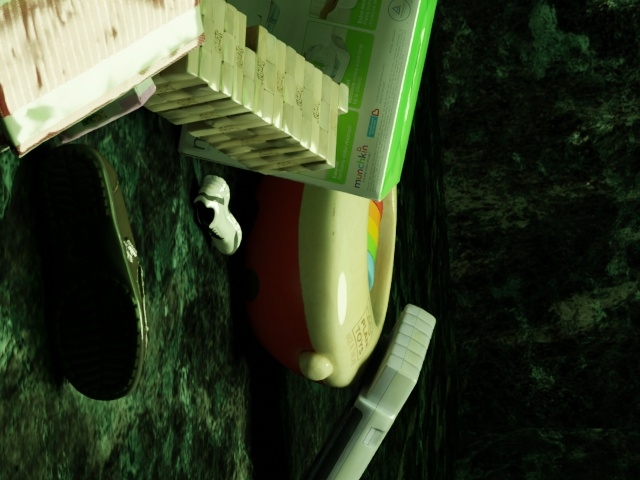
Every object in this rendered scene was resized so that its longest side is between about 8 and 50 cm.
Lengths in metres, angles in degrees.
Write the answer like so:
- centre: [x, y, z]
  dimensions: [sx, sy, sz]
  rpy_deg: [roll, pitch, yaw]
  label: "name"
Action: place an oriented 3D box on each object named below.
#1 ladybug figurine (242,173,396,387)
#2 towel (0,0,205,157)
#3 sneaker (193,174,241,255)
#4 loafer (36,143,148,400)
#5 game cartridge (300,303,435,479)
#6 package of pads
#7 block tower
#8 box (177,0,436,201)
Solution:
- centre: [0.000, 0.000, 1.946]
  dimensions: [0.449, 0.161, 0.305]
  rpy_deg: [-79, 164, -48]
  label: "ladybug figurine"
- centre: [-0.187, -0.253, 1.102]
  dimensions: [0.237, 0.037, 0.329]
  rpy_deg: [-38, 133, -41]
  label: "towel"
- centre: [-0.120, -0.021, 1.688]
  dimensions: [0.044, 0.040, 0.109]
  rpy_deg: [-59, 147, -38]
  label: "sneaker"
- centre: [-0.179, 0.024, 1.253]
  dimensions: [0.078, 0.080, 0.220]
  rpy_deg: [-48, 136, -73]
  label: "loafer"
- centre: [0.034, 0.268, 1.967]
  dimensions: [0.355, 0.068, 0.230]
  rpy_deg: [-61, 175, 20]
  label: "game cartridge"
- centre: [-0.180, -0.114, 1.250]
  dimensions: [0.032, 0.083, 0.050]
  rpy_deg: [62, 18, -12]
  label: "package of pads"
- centre: [-0.096, -0.152, 1.386]
  dimensions: [0.335, 0.091, 0.097]
  rpy_deg: [26, 63, -54]
  label: "block tower"
- centre: [-0.011, -0.199, 1.601]
  dimensions: [0.127, 0.231, 0.262]
  rpy_deg: [-40, 142, -72]
  label: "box"
